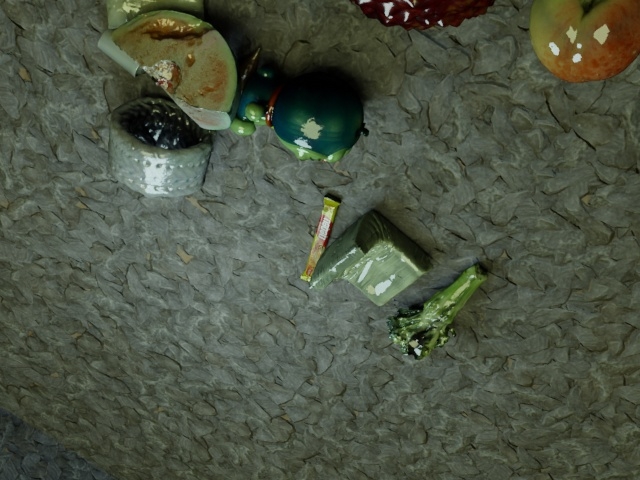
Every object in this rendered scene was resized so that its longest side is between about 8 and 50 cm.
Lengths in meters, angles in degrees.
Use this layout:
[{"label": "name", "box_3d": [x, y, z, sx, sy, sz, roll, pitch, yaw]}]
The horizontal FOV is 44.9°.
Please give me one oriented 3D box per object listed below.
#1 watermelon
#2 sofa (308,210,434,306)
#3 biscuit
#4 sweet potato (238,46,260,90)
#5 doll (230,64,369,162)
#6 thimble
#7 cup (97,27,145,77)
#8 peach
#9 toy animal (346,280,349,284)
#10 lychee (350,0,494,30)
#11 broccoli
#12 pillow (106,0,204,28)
[{"label": "watermelon", "box_3d": [-0.272, -0.377, 1.690, 0.175, 0.188, 0.322, -45, 81, 1]}, {"label": "sofa", "box_3d": [0.126, 0.073, 1.915, 0.225, 0.176, 0.210, 40, 128, -13]}, {"label": "biscuit", "box_3d": [0.000, 0.000, 2.001, 0.048, 0.026, 0.292, 23, 130, 9]}, {"label": "sweet potato", "box_3d": [-0.165, -0.390, 1.740, 0.049, 0.049, 0.117, 34, 122, -9]}, {"label": "doll", "box_3d": [-0.042, -0.280, 1.689, 0.322, 0.198, 0.186, 19, 122, 13]}, {"label": "thimble", "box_3d": [-0.380, -0.218, 1.844, 0.245, 0.217, 0.157, 11, 135, -10]}, {"label": "cup", "box_3d": [-0.439, -0.448, 1.781, 0.116, 0.074, 0.104, 36, 105, -4]}, {"label": "peach", "box_3d": [0.498, -0.393, 1.437, 0.232, 0.232, 0.232, 9, 129, 12]}, {"label": "toy animal", "box_3d": [0.056, 0.080, 2.040, 0.084, 0.028, 0.050, 42, 136, -16]}, {"label": "lychee", "box_3d": [0.169, -0.550, 1.268, 0.424, 0.424, 0.500, 48, 151, -19]}, {"label": "broccoli", "box_3d": [0.308, 0.169, 1.969, 0.304, 0.165, 0.145, -47, 71, 25]}, {"label": "pillow", "box_3d": [-0.361, -0.524, 1.697, 0.229, 0.050, 0.148, 7, 131, 6]}]
